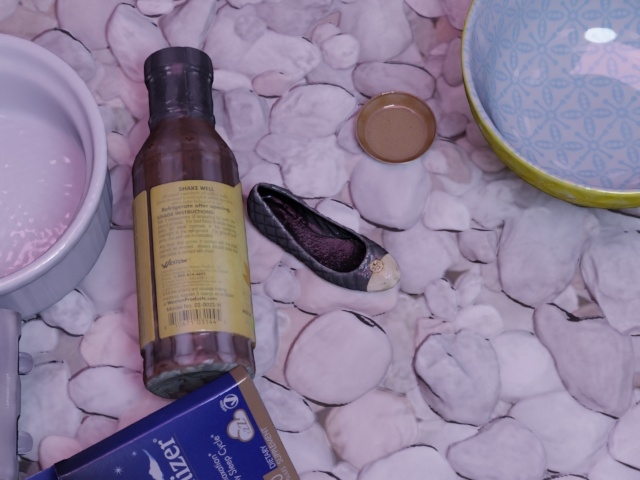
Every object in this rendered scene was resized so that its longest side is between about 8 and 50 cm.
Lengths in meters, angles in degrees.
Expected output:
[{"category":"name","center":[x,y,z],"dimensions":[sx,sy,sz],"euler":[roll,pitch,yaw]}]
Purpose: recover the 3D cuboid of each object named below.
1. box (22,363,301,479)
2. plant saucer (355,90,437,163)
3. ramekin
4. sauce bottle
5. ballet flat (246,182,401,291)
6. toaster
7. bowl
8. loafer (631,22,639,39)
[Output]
[{"category":"box","center":[-0.139,0.221,1.238],"dimensions":[0.225,0.036,0.136],"euler":[-27,113,-8]},{"category":"plant saucer","center":[0.077,-0.113,1.423],"dimensions":[0.083,0.015,0.083],"euler":[0,68,1]},{"category":"ramekin","center":[-0.333,-0.049,1.345],"dimensions":[0.277,0.135,0.277],"euler":[-1,67,1]},{"category":"sauce bottle","center":[-0.126,-0.024,1.341],"dimensions":[0.111,0.111,0.344],"euler":[-5,69,0]},{"category":"ballet flat","center":[0.000,0.000,1.360],"dimensions":[0.173,0.049,0.057],"euler":[28,72,13]},{"category":"toaster","center":[-0.355,0.145,1.247],"dimensions":[0.186,0.110,0.168],"euler":[7,64,-24]},{"category":"bowl","center":[0.276,-0.144,1.354],"dimensions":[0.289,0.156,0.289],"euler":[-1,67,2]},{"category":"loafer","center":[0.321,-0.229,1.450],"dimensions":[0.039,0.045,0.125],"euler":[-38,69,-20]}]
